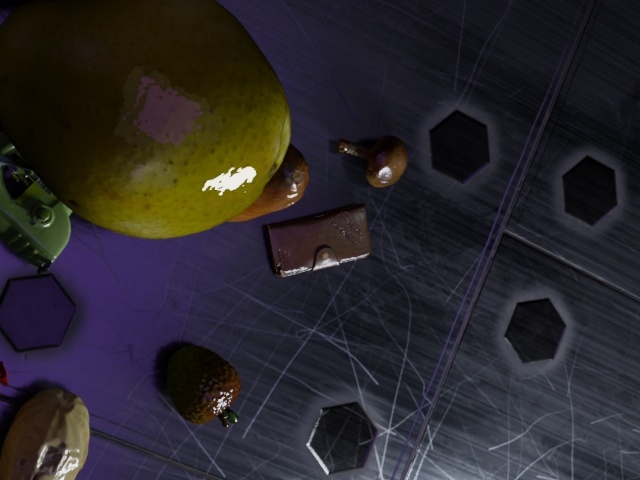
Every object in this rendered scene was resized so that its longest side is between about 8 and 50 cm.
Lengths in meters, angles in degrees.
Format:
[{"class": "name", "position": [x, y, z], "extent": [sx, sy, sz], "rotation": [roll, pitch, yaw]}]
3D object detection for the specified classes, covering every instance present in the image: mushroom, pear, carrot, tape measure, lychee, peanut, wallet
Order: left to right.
[{"class": "tape measure", "position": [-0.440, -0.076, 1.855], "extent": [0.200, 0.106, 0.175], "rotation": [40, 58, -15]}, {"class": "peanut", "position": [-0.429, 0.361, 1.869], "extent": [0.130, 0.130, 0.290], "rotation": [23, 86, -21]}, {"class": "pear", "position": [-0.246, -0.183, 1.747], "extent": [0.418, 0.362, 0.362], "rotation": [16, 86, -4]}, {"class": "lychee", "position": [-0.180, 0.230, 1.973], "extent": [0.114, 0.114, 0.146], "rotation": [-33, 86, -18]}, {"class": "carrot", "position": [-0.097, -0.098, 1.939], "extent": [0.159, 0.225, 0.159], "rotation": [-3, 96, -27]}, {"class": "wallet", "position": [0.000, 0.000, 2.083], "extent": [0.176, 0.026, 0.095], "rotation": [-13, 99, -21]}, {"class": "mushroom", "position": [0.089, -0.135, 2.090], "extent": [0.129, 0.073, 0.088], "rotation": [13, 113, -21]}]

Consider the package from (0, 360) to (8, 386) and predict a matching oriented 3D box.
[{"class": "package", "position": [-0.599, 0.327, 1.761], "extent": [0.123, 0.196, 0.423], "rotation": [36, 78, -18]}]

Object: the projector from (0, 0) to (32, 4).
[{"class": "projector", "position": [-0.319, -0.468, 1.727], "extent": [0.395, 0.405, 0.242], "rotation": [-8, 89, -22]}]
